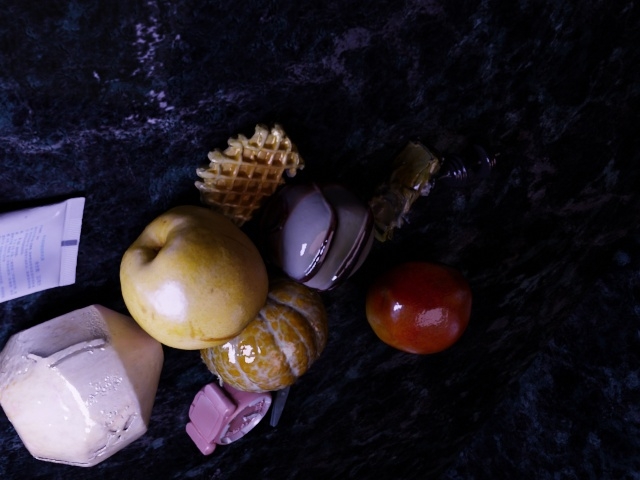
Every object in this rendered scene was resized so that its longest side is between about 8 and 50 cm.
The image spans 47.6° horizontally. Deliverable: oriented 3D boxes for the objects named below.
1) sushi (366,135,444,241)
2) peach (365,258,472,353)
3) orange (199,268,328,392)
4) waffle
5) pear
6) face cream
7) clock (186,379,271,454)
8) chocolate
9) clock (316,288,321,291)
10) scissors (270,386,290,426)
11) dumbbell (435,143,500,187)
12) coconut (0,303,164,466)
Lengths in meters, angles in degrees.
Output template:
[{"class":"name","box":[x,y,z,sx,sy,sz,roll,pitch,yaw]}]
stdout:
[{"class":"sushi","box":[0.218,-0.119,1.879,0.131,0.139,0.291,4,126,-53]},{"class":"peach","box":[0.287,0.191,2.151,0.332,0.308,0.308,19,116,-44]},{"class":"orange","box":[-0.137,0.219,1.775,0.329,0.329,0.249,-28,122,-15]},{"class":"waffle","box":[-0.152,-0.136,1.602,0.250,0.056,0.261,-36,147,-4]},{"class":"pear","box":[-0.267,0.085,1.545,0.314,0.314,0.314,-24,142,-20]},{"class":"face cream","box":[-0.642,0.052,1.344,0.420,0.137,0.235,-17,139,-40]},{"class":"clock","box":[-0.256,0.485,2.140,0.241,0.142,0.227,-11,138,-47]},{"class":"chocolate","box":[0.000,0.000,1.684,0.283,0.186,0.284,-23,141,-20]},{"class":"clock","box":[0.022,0.037,1.941,0.244,0.056,0.244,-24,140,-22]},{"class":"scissors","box":[-0.116,0.462,2.312,0.192,0.029,0.447,-14,137,-30]},{"class":"dumbbell","box":[0.402,-0.204,1.973,0.208,0.099,0.099,-23,142,-19]},{"class":"coconut","box":[-0.497,0.299,1.548,0.352,0.353,0.353,-24,142,-20]}]
